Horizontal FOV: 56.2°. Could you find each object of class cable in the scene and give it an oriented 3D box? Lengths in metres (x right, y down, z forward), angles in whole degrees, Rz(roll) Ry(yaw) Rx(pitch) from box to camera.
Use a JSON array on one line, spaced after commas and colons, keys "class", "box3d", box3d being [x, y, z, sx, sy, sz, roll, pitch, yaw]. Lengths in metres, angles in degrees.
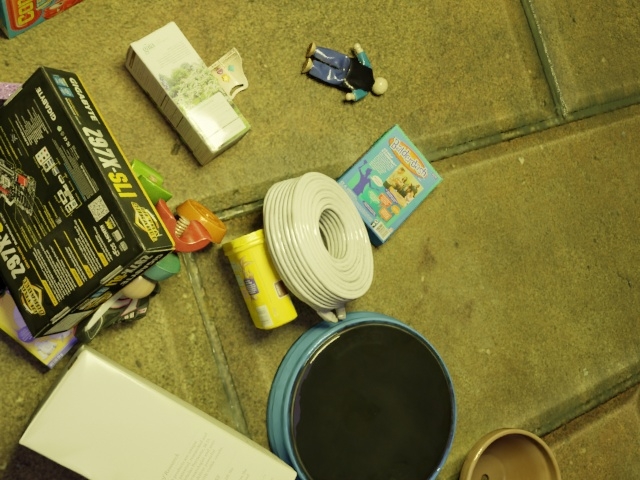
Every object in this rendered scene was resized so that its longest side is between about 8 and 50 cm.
[{"class": "cable", "box3d": [0.000, 0.000, 1.106, 0.257, 0.089, 0.257, 36, 45, -44]}]

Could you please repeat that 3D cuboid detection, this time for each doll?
[{"class": "doll", "box3d": [0.060, -0.357, 1.263, 0.189, 0.046, 0.129, 18, 77, -18]}]

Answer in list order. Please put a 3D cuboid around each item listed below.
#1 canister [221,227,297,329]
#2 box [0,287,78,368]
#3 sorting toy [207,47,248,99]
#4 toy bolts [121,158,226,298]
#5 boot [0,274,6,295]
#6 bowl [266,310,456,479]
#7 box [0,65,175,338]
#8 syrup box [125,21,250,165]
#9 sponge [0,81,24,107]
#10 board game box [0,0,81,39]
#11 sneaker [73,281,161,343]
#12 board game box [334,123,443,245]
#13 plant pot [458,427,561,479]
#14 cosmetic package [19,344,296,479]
[{"class": "canister", "box3d": [-0.111, 0.071, 1.093, 0.073, 0.126, 0.170, -22, 93, -20]}, {"class": "box", "box3d": [-0.474, 0.113, 0.986, 0.179, 0.043, 0.105, 43, 69, -10]}, {"class": "sorting toy", "box3d": [-0.180, -0.316, 1.165, 0.083, 0.045, 0.075, -44, 107, -21]}, {"class": "toy bolts", "box3d": [-0.273, 0.006, 1.013, 0.218, 0.228, 0.158, 36, 97, -36]}, {"class": "boot", "box3d": [-0.527, 0.037, 0.948, 0.099, 0.045, 0.121, 33, 74, 24]}, {"class": "bowl", "box3d": [0.092, 0.333, 1.165, 0.391, 0.077, 0.391, 3, 81, -21]}, {"class": "box", "box3d": [-0.400, -0.055, 0.906, 0.322, 0.257, 0.079, 58, 22, 8]}, {"class": "syrup box", "box3d": [-0.244, -0.266, 1.101, 0.093, 0.096, 0.237, -40, 98, -23]}, {"class": "sponge", "box3d": [-0.506, -0.219, 0.976, 0.210, 0.117, 0.031, -2, 79, -22]}, {"class": "board game box", "box3d": [-0.401, -0.486, 0.954, 0.302, 0.308, 0.086, -40, 100, -21]}, {"class": "sneaker", "box3d": [-0.330, 0.111, 1.010, 0.077, 0.072, 0.178, 52, 47, -18]}, {"class": "board game box", "box3d": [0.137, -0.117, 1.260, 0.210, 0.047, 0.160, -45, 99, -21]}, {"class": "plant pot", "box3d": [0.367, 0.504, 1.234, 0.237, 0.110, 0.237, 4, 81, -22]}, {"class": "cosmetic package", "box3d": [-0.256, 0.326, 0.953, 0.385, 0.217, 0.156, 34, 72, -13]}]
